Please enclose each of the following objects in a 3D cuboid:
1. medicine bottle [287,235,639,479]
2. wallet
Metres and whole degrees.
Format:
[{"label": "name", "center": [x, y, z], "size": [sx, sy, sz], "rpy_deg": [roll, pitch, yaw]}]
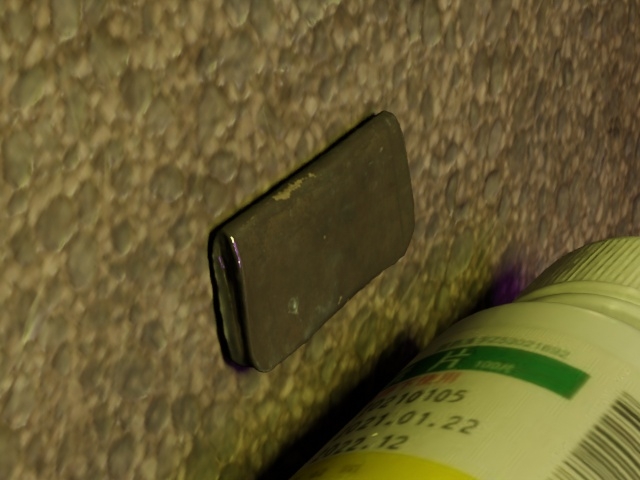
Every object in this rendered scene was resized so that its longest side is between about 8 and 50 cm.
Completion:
[{"label": "medicine bottle", "center": [0.106, 0.145, 0.996], "size": [0.340, 0.208, 0.208], "rpy_deg": [-40, 132, -49]}, {"label": "wallet", "center": [0.000, 0.000, 0.955], "size": [0.157, 0.018, 0.082], "rpy_deg": [-40, 131, -48]}]
